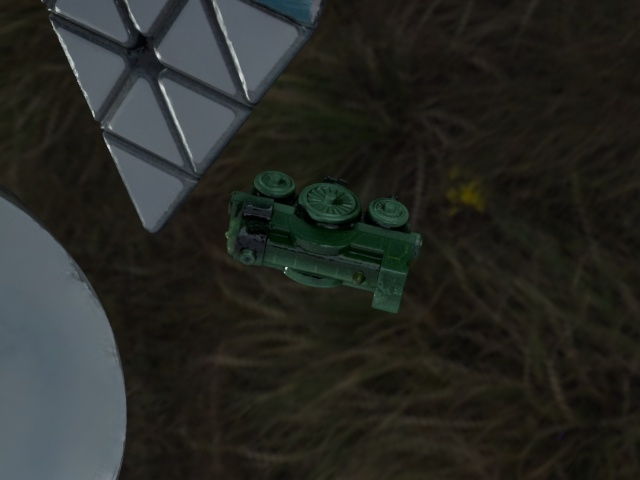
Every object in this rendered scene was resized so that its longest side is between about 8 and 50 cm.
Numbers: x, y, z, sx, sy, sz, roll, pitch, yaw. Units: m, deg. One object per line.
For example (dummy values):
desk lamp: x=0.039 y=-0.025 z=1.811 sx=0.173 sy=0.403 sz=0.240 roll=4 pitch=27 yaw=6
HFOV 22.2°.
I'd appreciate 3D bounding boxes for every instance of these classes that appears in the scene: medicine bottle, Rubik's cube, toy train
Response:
medicine bottle: x=-0.196 y=0.052 z=0.721 sx=0.189 sy=0.332 sz=0.190 roll=-1 pitch=94 yaw=-13
Rubik's cube: x=-0.097 y=-0.176 z=1.299 sx=0.228 sy=0.228 sz=0.233 roll=-19 pitch=65 yaw=12
toy train: x=0.000 y=0.000 z=1.424 sx=0.178 sy=0.105 sz=0.071 roll=14 pitch=128 yaw=2
